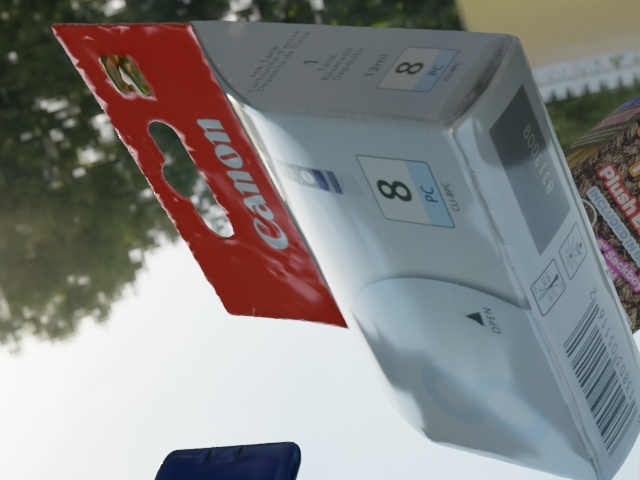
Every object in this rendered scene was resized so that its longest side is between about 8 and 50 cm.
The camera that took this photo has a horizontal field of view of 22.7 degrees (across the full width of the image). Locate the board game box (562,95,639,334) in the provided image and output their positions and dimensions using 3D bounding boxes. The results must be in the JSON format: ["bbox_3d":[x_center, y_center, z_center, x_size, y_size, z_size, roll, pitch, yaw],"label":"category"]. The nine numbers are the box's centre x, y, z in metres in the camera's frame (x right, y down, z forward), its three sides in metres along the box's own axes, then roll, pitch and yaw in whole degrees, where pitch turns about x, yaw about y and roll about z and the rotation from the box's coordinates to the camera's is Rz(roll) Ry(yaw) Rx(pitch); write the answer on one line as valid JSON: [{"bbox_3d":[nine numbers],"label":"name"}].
[{"bbox_3d":[0.230,0.007,1.421,0.291,0.141,0.232,-38,-178,-1],"label":"board game box"}]

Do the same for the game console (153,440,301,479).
[{"bbox_3d":[-0.069,0.326,1.376,0.173,0.250,0.293,-38,-170,-26],"label":"game console"}]

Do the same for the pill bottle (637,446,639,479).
[{"bbox_3d":[0.405,0.173,1.599,0.161,0.283,0.161,-4,-130,5],"label":"pill bottle"}]

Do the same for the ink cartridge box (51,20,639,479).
[{"bbox_3d":[0.000,0.000,1.055,0.385,0.308,0.091,8,-130,38],"label":"ink cartridge box"}]
